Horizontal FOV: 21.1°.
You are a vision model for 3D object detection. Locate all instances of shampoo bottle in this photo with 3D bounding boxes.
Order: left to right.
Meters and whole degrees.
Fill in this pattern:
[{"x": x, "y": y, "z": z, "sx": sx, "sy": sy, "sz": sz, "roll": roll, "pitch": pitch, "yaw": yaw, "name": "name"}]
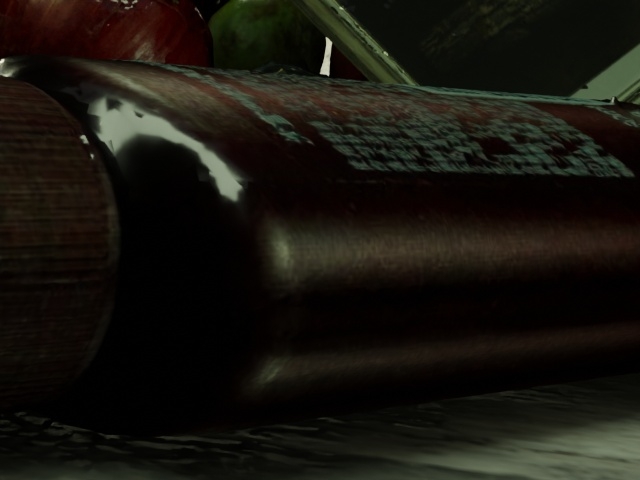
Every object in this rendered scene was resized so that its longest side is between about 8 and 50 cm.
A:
[{"x": 0.000, "y": 0.000, "z": 0.438, "sx": 0.129, "sy": 0.084, "sz": 0.323, "roll": 26, "pitch": 17, "yaw": 36, "name": "shampoo bottle"}]

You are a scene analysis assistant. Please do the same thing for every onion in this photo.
[{"x": -0.110, "y": -0.080, "z": 0.802, "sx": 0.131, "sy": 0.131, "sz": 0.131, "roll": 7, "pitch": 7, "yaw": -1, "name": "onion"}]

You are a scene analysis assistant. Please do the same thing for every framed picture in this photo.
[{"x": 0.121, "y": -0.154, "z": 1.110, "sx": 0.231, "sy": 0.018, "sz": 0.293, "roll": 46, "pitch": 45, "yaw": 8, "name": "framed picture"}]

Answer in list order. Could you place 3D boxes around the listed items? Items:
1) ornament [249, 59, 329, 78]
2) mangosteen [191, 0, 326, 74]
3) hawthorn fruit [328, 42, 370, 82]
[{"x": -0.105, "y": -0.079, "z": 1.032, "sx": 0.236, "sy": 0.080, "sz": 0.202, "roll": 2, "pitch": 11, "yaw": -20, "name": "ornament"}, {"x": -0.131, "y": -0.179, "z": 1.188, "sx": 0.306, "sy": 0.359, "sz": 0.306, "roll": -20, "pitch": -8, "yaw": -3, "name": "mangosteen"}, {"x": 0.093, "y": -0.137, "z": 1.201, "sx": 0.179, "sy": 0.200, "sz": 0.179, "roll": -1, "pitch": 12, "yaw": 0, "name": "hawthorn fruit"}]
